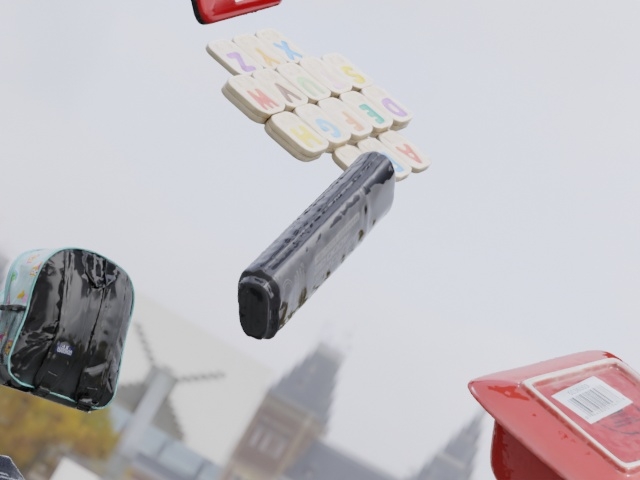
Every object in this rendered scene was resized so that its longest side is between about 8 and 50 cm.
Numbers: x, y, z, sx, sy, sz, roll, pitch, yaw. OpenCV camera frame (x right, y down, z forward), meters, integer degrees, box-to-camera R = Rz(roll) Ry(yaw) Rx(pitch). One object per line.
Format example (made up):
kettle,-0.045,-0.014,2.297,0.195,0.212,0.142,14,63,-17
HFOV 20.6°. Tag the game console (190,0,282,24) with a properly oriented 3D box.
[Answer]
game console,-0.115,-0.266,1.656,0.085,0.124,0.144,-7,11,33

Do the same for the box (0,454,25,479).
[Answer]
box,-0.374,0.310,1.919,0.158,0.093,0.156,51,8,27

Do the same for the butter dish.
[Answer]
butter dish,0.188,0.164,1.225,0.160,0.118,0.160,-10,39,-41

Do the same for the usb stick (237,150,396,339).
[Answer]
usb stick,0.000,0.000,1.625,0.045,0.278,0.077,16,-57,20

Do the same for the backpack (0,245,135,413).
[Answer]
backpack,-0.320,0.101,2.153,0.165,0.188,0.144,22,-10,-34

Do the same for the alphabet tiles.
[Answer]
alphabet tiles,0.001,-0.167,2.138,0.278,0.021,0.284,42,28,15
